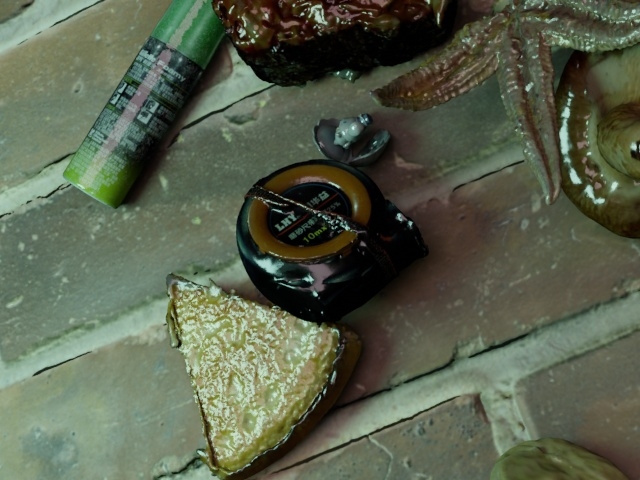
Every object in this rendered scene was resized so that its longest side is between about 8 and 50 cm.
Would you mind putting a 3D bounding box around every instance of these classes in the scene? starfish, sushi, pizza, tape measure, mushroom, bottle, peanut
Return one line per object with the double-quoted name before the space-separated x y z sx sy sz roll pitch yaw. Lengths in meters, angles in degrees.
"starfish" 0.240 -0.264 1.707 0.398 0.132 0.384 -44 45 -2
"sushi" 0.035 -0.313 1.898 0.343 0.182 0.196 -13 88 12
"pizza" -0.109 0.187 1.891 0.288 0.074 0.251 20 84 24
"tape measure" 0.000 0.000 1.846 0.202 0.135 0.223 -37 56 -16
"mushroom" 0.387 -0.152 1.705 0.267 0.254 0.267 -9 63 19
"bottle" -0.238 -0.205 2.024 0.093 0.093 0.330 32 89 24
"peanut" 0.264 0.348 1.686 0.197 0.110 0.233 29 82 24

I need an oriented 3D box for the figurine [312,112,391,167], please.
"figurine" 0.046 -0.139 1.913 0.086 0.094 0.082 -25 109 42
